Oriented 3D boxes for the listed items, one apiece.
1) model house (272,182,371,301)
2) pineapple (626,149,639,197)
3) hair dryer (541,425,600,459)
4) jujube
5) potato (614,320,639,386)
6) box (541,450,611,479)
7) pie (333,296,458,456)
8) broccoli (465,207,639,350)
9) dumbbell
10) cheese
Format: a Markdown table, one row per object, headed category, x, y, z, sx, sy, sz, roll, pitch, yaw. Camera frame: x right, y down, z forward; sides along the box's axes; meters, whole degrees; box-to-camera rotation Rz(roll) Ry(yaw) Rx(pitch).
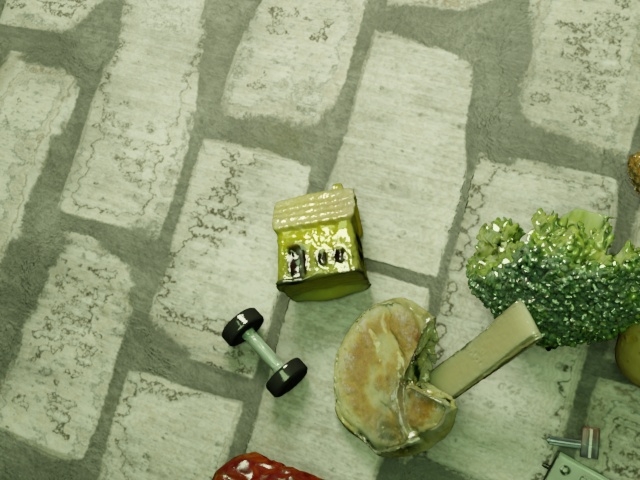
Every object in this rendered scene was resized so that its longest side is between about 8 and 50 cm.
| category | x | y | z | sx | sy | sz | roll | pitch | yaw |
| --- | --- | --- | --- | --- | --- | --- | --- | --- | --- |
| model house | 0.000 | 0.000 | 1.827 | 0.193 | 0.175 | 0.234 | -10 | 67 | 11 |
| pineapple | 0.717 | -0.071 | 1.703 | 0.125 | 0.125 | 0.251 | -14 | 82 | 9 |
| hair dryer | 0.509 | 0.407 | 1.691 | 0.114 | 0.037 | 0.063 | 3 | 78 | 20 |
| jujube | -0.075 | 0.562 | 1.712 | 0.342 | 0.216 | 0.216 | 23 | 84 | 28 |
| potato | 0.687 | 0.181 | 1.608 | 0.242 | 0.242 | 0.285 | -1 | 93 | 12 |
| box | 0.493 | 0.582 | 1.651 | 0.211 | 0.045 | 0.270 | 30 | 86 | 15 |
| pie | 0.146 | 0.285 | 1.721 | 0.337 | 0.075 | 0.337 | -4 | 84 | 45 |
| broccoli | 0.455 | 0.069 | 1.621 | 0.277 | 0.317 | 0.338 | 36 | 119 | -10 |
| dumbbell | -0.123 | 0.246 | 1.825 | 0.100 | 0.100 | 0.191 | -45 | 73 | 1 |
| cheese | 0.288 | 0.254 | 1.643 | 0.400 | 0.034 | 0.085 | -50 | 61 | 43 |
